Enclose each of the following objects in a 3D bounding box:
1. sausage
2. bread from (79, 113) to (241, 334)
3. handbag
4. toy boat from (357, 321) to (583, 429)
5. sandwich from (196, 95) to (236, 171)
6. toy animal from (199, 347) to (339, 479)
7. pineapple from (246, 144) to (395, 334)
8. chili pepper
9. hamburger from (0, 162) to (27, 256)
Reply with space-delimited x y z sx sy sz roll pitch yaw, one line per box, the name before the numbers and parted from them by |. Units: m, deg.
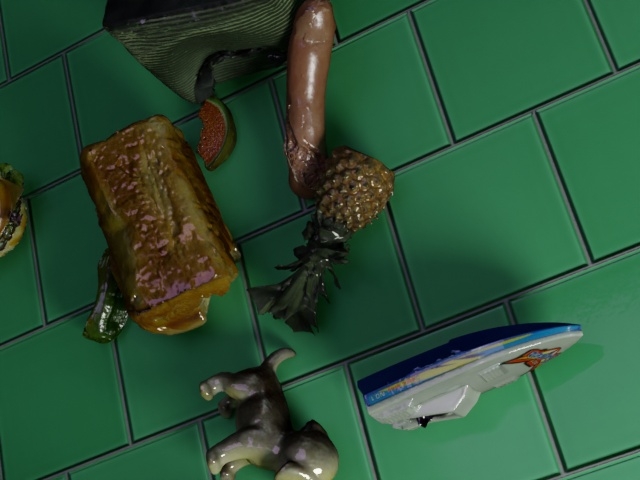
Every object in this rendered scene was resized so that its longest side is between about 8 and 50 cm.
sausage | -0.017 -0.206 1.652 0.078 0.078 0.304 12 112 29
bread | -0.247 -0.023 1.740 0.195 0.149 0.344 -25 65 5
handbag | -0.142 -0.362 1.744 0.340 0.240 0.247 -9 57 23
toy boat | 0.203 0.171 1.465 0.295 0.129 0.088 -25 64 16
sandwich | -0.168 -0.175 1.824 0.067 0.029 0.135 -14 66 23
toy animal | -0.077 0.273 1.583 0.168 0.121 0.233 -25 53 -1
pineapple | 0.000 0.000 1.635 0.130 0.119 0.277 27 88 12
chili pepper | -0.329 0.062 1.800 0.073 0.072 0.204 5 72 18
hamburger | -0.572 -0.042 1.944 0.164 0.093 0.189 37 93 29
